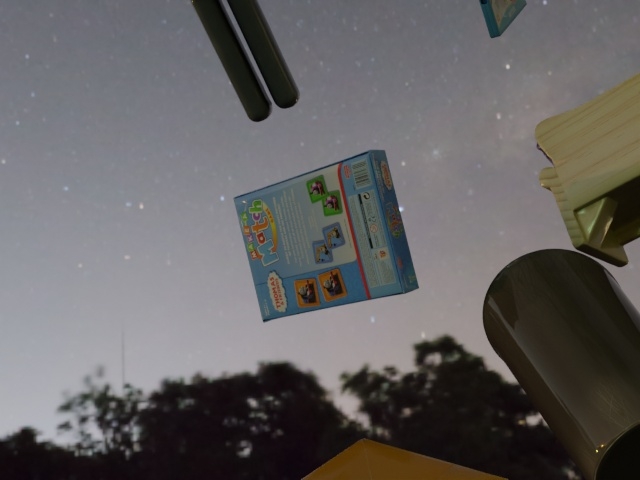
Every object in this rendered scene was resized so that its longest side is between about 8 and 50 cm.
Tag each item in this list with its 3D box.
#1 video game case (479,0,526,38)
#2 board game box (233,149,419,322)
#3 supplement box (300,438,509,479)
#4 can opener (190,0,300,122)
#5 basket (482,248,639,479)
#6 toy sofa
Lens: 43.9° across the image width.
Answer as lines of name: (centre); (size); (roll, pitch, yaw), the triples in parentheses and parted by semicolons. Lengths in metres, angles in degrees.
video game case: (0.212, -0.351, 0.986); (0.015, 0.119, 0.166); (-5, -60, 36)
board game box: (0.000, 0.000, 0.926); (0.211, 0.160, 0.039); (-15, -2, 37)
supplement box: (0.030, 0.270, 0.522); (0.129, 0.194, 0.191); (4, 17, 43)
can opener: (-0.113, -0.268, 0.891); (0.075, 0.284, 0.095); (-24, 13, 11)
basket: (0.282, 0.141, 0.796); (0.154, 0.227, 0.204); (-41, -62, 13)
toy sofa: (0.453, -0.127, 0.946); (0.362, 0.177, 0.150); (-33, -31, 33)
